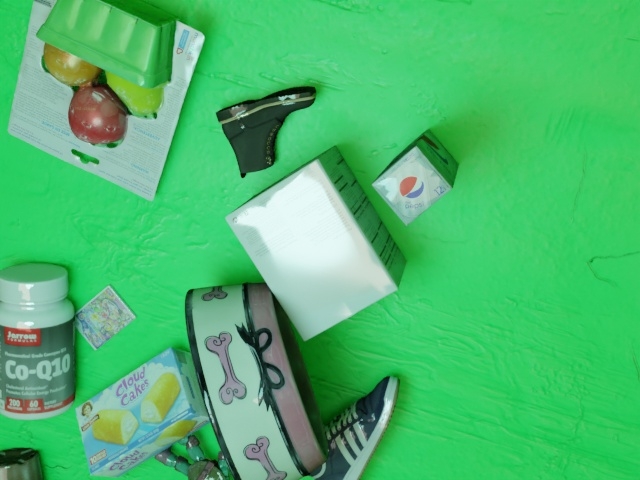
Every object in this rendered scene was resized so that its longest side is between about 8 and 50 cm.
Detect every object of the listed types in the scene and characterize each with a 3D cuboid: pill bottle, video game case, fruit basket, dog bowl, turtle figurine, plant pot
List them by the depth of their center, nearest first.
[{"bbox_3d":[-0.105,0.257,1.625,0.150,0.408,0.408,-19,100,1],"label":"dog bowl"},{"bbox_3d":[-0.405,-0.291,1.682,0.327,0.165,0.353,24,123,5],"label":"fruit basket"},{"bbox_3d":[-0.575,0.200,1.808,0.161,0.161,0.283,6,105,9],"label":"pill bottle"},{"bbox_3d":[-0.221,0.470,1.836,0.234,0.118,0.175,35,97,11],"label":"turtle figurine"},{"bbox_3d":[-0.448,0.159,1.853,0.122,0.011,0.087,-38,94,17],"label":"video game case"},{"bbox_3d":[-0.655,0.539,1.919,0.166,0.167,0.165,-3,94,12],"label":"plant pot"}]

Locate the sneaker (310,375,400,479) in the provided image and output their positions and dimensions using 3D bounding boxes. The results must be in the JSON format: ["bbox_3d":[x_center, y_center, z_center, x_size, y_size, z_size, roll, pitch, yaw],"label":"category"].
[{"bbox_3d":[0.041,0.364,1.764,0.153,0.099,0.282,25,110,2],"label":"sneaker"}]

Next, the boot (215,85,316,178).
[{"bbox_3d":[-0.083,-0.201,1.669,0.197,0.077,0.137,-11,106,27],"label":"boot"}]

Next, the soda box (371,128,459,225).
[{"bbox_3d":[0.167,-0.113,1.522,0.098,0.286,0.091,-41,92,17],"label":"soda box"}]

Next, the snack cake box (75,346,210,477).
[{"bbox_3d":[-0.354,0.346,1.806,0.264,0.089,0.152,-33,61,16],"label":"snack cake box"}]

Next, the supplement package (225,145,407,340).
[{"bbox_3d":[0.000,0.000,1.629,0.199,0.198,0.263,-31,96,16],"label":"supplement package"}]
